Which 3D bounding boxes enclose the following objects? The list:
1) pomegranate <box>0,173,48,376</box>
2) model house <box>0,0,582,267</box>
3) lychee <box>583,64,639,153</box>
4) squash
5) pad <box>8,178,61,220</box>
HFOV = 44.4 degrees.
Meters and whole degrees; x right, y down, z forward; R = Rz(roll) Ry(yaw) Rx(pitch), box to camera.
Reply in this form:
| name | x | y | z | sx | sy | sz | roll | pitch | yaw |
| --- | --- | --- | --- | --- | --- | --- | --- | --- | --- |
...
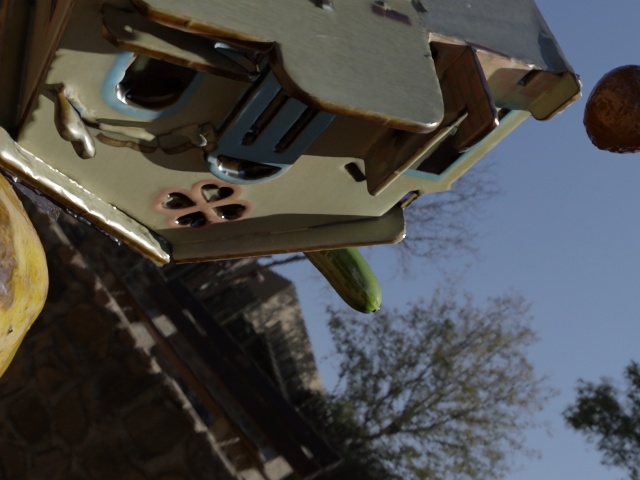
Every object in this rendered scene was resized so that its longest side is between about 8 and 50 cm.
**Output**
| name | x | y | z | sx | sy | sz | roll | pitch | yaw |
| --- | --- | --- | --- | --- | --- | --- | --- | --- | --- |
| pomegranate | -0.346 | 0.031 | 0.573 | 0.281 | 0.281 | 0.281 | 48 | -20 | 23 |
| model house | -0.056 | -0.081 | 0.439 | 0.244 | 0.326 | 0.169 | -37 | -128 | 48 |
| lychee | 0.371 | -0.163 | 0.918 | 0.101 | 0.114 | 0.140 | 38 | -44 | 16 |
| squash | 0.000 | 0.000 | 1.480 | 0.341 | 0.094 | 0.094 | 51 | -19 | 19 |
| pad | -0.423 | -0.197 | 1.077 | 0.004 | 0.220 | 0.330 | -1 | -28 | 15 |
